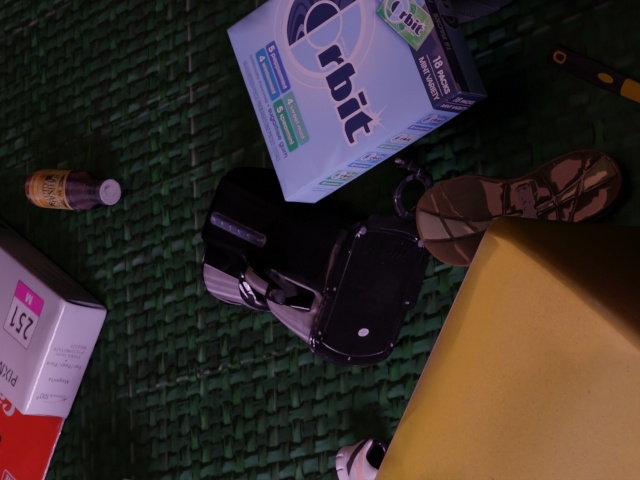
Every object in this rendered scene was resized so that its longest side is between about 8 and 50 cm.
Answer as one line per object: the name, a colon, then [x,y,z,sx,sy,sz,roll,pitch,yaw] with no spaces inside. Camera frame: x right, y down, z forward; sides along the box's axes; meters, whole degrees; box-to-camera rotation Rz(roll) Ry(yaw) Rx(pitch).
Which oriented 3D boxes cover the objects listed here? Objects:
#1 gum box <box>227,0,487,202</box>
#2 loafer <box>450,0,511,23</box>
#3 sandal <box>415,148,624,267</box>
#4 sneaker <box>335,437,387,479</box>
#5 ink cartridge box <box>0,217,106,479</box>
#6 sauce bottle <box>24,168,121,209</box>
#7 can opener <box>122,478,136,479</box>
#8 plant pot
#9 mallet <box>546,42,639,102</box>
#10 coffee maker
gum box: [0.025,-0.139,1.545,0.184,0.041,0.157,-32,69,34]
loafer: [0.065,-0.217,1.622,0.267,0.096,0.084,-17,64,48]
sandal: [0.156,-0.023,1.516,0.180,0.049,0.072,-17,75,30]
sneaker: [0.042,0.209,1.598,0.044,0.040,0.109,-35,58,37]
ink cartridge box: [-0.345,0.117,2.046,0.275,0.060,0.239,34,107,47]
sauce bottle: [-0.246,-0.051,1.978,0.128,0.042,0.042,1,83,50]
can opener: [-0.233,0.342,1.842,0.076,0.095,0.283,48,117,43]
plant pot: [0.199,0.122,1.327,0.187,0.212,0.212,32,107,34]
mallet: [0.227,-0.102,1.458,0.190,0.039,0.062,23,96,53]
coffee maker: [0.000,0.000,1.650,0.178,0.120,0.171,28,79,47]
